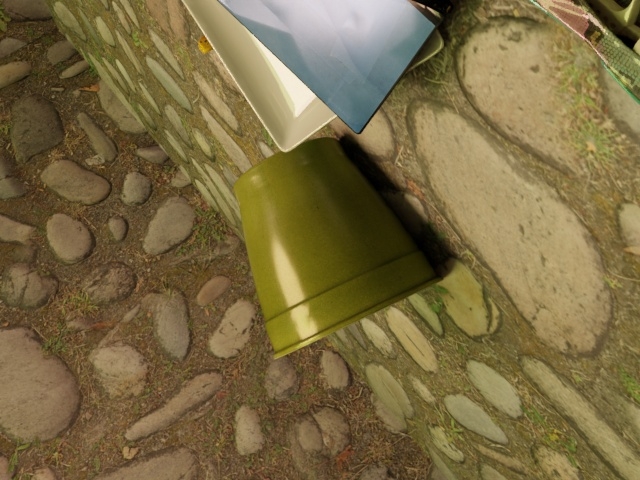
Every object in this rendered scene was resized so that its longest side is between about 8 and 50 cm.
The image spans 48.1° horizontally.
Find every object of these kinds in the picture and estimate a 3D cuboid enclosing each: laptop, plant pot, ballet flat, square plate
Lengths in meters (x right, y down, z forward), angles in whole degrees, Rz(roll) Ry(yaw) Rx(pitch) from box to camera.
[{"bbox_3d":[-0.065,-0.318,0.849,0.382,0.236,0.408,44,-158,3],"label":"laptop"},{"bbox_3d":[0.000,0.000,1.429,0.353,0.367,0.366,64,165,7],"label":"plant pot"},{"bbox_3d":[0.283,-0.201,0.665,0.221,0.077,0.079,50,144,16],"label":"ballet flat"},{"bbox_3d":[-0.033,-0.348,1.048,0.344,0.049,0.347,-27,100,41],"label":"square plate"}]

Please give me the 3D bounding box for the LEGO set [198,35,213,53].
[{"bbox_3d":[-0.235,-0.462,1.533,0.227,0.093,0.087,47,162,23],"label":"LEGO set"}]
